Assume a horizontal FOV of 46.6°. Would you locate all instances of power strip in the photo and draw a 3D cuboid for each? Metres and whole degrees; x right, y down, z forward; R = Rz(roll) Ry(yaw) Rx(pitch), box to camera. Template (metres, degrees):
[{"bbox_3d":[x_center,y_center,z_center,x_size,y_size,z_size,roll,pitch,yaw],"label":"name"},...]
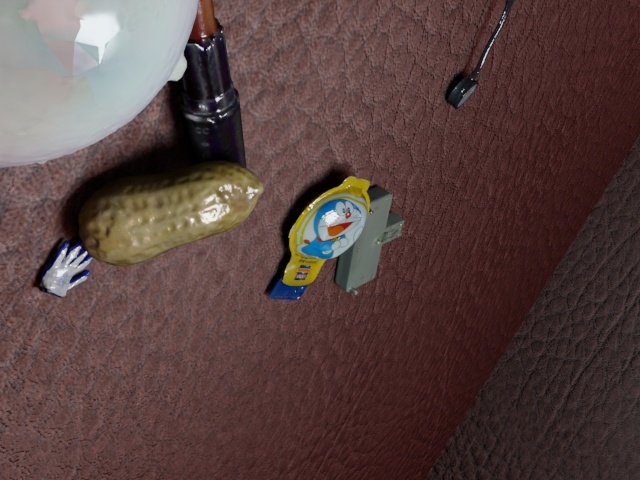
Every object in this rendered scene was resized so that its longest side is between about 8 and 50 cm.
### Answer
[{"bbox_3d":[0.107,-0.008,1.466,0.145,0.061,0.215,-26,140,-37],"label":"power strip"}]

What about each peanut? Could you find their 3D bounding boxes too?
[{"bbox_3d":[-0.189,-0.042,0.945,0.237,0.110,0.120,-19,169,-11],"label":"peanut"}]

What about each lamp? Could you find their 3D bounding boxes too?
[{"bbox_3d":[0.309,-0.424,1.364,0.130,0.109,0.371,-41,163,-43],"label":"lamp"}]

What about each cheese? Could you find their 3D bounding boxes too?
[{"bbox_3d":[0.000,0.000,1.318,0.177,0.069,0.270,8,123,-49],"label":"cheese"}]

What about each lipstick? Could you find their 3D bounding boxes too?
[{"bbox_3d":[-0.143,-0.185,0.937,0.081,0.081,0.299,-36,145,-28],"label":"lipstick"}]

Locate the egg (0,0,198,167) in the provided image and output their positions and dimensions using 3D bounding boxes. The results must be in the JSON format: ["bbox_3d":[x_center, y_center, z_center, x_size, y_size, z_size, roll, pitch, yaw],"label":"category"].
[{"bbox_3d":[-0.237,-0.199,0.500,0.355,0.340,0.354,-26,143,-22],"label":"egg"}]

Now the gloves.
[{"bbox_3d":[-0.323,0.034,0.957,0.086,0.026,0.064,-59,151,-2],"label":"gloves"}]
